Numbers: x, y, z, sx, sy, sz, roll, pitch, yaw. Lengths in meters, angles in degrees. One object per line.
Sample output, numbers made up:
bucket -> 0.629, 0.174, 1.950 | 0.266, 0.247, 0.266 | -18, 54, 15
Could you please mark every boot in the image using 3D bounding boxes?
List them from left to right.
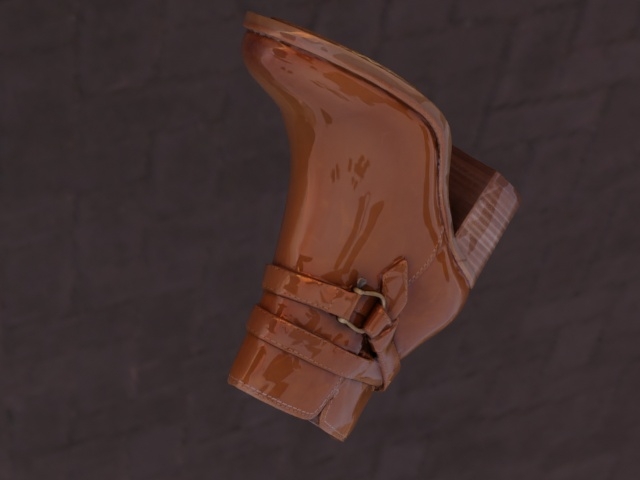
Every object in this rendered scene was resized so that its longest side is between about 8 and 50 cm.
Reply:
boot -> 0.000, 0.000, 0.812 | 0.197, 0.073, 0.152 | 38, 86, -40
